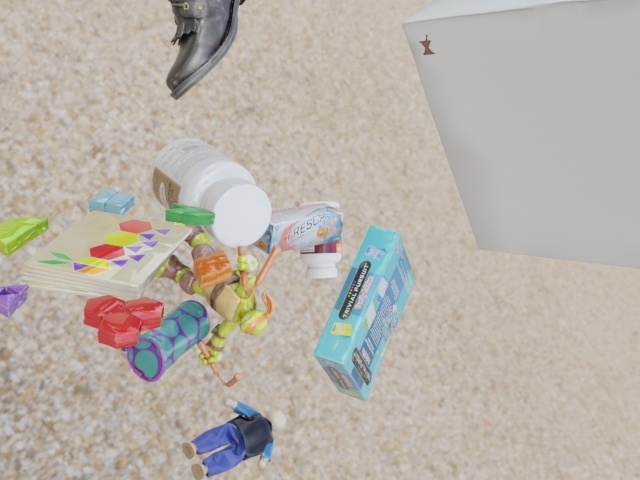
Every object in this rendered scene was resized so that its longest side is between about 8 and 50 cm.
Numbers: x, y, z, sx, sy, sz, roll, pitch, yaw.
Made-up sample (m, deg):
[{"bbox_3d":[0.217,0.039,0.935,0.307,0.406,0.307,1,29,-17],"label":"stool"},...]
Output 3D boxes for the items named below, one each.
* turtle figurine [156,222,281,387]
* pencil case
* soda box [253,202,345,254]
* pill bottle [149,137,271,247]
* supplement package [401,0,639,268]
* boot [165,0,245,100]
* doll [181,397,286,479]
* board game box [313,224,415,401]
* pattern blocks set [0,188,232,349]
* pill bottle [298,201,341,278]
[{"bbox_3d":[-0.138,0.061,1.263,0.087,0.270,0.217,-22,55,-43],"label":"turtle figurine"},{"bbox_3d":[-0.211,0.138,1.232,0.064,0.070,0.151,47,26,1],"label":"pencil case"},{"bbox_3d":[-0.042,-0.024,1.619,0.183,0.058,0.063,-12,31,-43],"label":"soda box"},{"bbox_3d":[-0.175,-0.074,1.415,0.131,0.131,0.229,33,1,-38],"label":"pill bottle"},{"bbox_3d":[0.195,-0.099,0.474,0.203,0.194,0.149,-40,120,-31],"label":"supplement package"},{"bbox_3d":[-0.199,-0.327,1.080,0.229,0.091,0.263,30,70,-20],"label":"boot"},{"bbox_3d":[-0.133,0.321,1.453,0.189,0.046,0.129,-17,73,-38],"label":"doll"},{"bbox_3d":[0.110,0.172,2.060,0.336,0.079,0.254,-65,155,-21],"label":"board game box"},{"bbox_3d":[-0.243,0.018,1.013,0.285,0.026,0.325,14,26,17],"label":"pattern blocks set"},{"bbox_3d":[0.000,0.000,1.781,0.086,0.086,0.152,1,86,-61],"label":"pill bottle"}]
